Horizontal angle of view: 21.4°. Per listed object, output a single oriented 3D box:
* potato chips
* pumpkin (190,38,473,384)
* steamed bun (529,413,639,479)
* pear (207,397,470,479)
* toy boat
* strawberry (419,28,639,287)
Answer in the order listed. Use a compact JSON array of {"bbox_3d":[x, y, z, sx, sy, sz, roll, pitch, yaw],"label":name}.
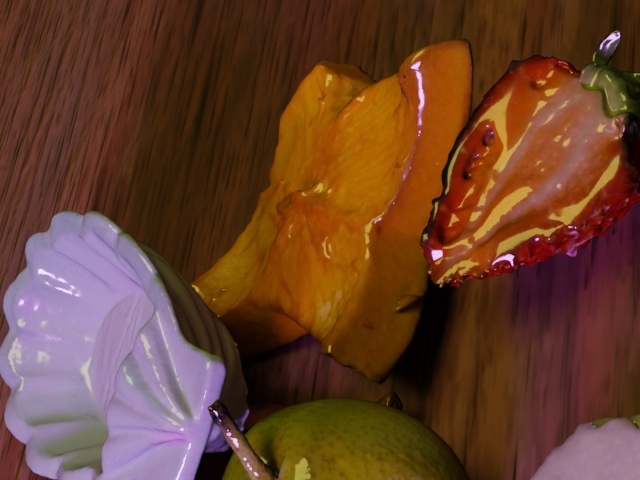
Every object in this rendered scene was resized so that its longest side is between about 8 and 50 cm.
[{"bbox_3d":[-0.008,0.129,1.221,0.204,0.037,0.026,-7,47,50],"label":"potato chips"},{"bbox_3d":[-0.002,-0.019,1.261,0.290,0.095,0.258,4,74,57],"label":"pumpkin"},{"bbox_3d":[0.180,0.182,0.915,0.183,0.106,0.183,-30,39,28],"label":"steamed bun"},{"bbox_3d":[-0.001,0.173,1.026,0.166,0.216,0.180,12,65,46],"label":"pear"},{"bbox_3d":[-0.139,0.090,1.231,0.290,0.100,0.199,31,109,54],"label":"toy boat"},{"bbox_3d":[0.157,-0.044,1.132,0.140,0.085,0.192,4,68,32],"label":"strawberry"}]
